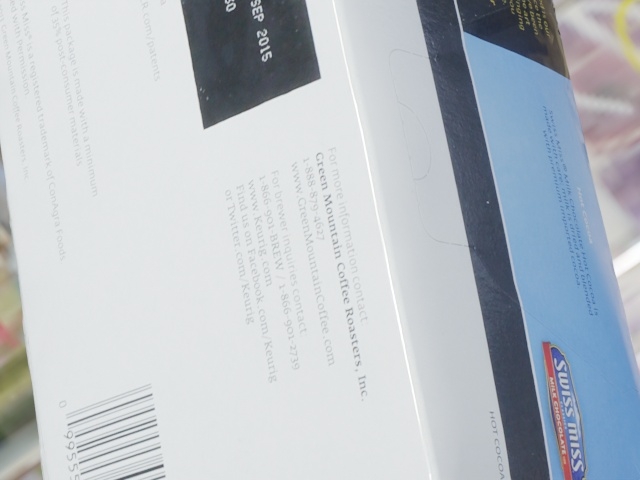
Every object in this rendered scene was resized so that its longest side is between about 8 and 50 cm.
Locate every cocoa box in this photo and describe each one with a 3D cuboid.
[{"bbox_3d":[0.000,0.000,0.997,0.228,0.231,0.347,11,63,-53],"label":"cocoa box"}]
